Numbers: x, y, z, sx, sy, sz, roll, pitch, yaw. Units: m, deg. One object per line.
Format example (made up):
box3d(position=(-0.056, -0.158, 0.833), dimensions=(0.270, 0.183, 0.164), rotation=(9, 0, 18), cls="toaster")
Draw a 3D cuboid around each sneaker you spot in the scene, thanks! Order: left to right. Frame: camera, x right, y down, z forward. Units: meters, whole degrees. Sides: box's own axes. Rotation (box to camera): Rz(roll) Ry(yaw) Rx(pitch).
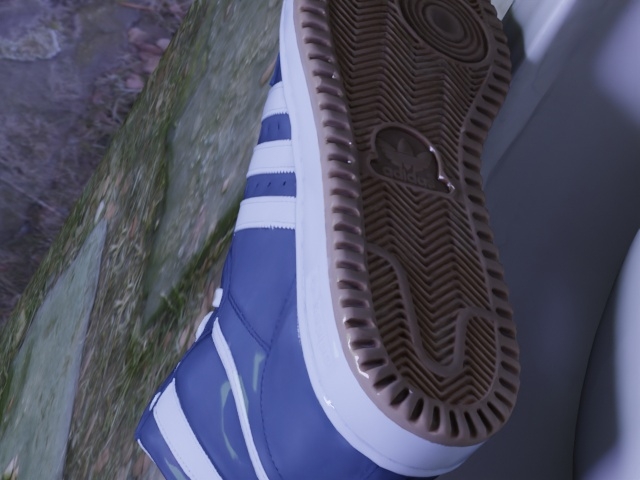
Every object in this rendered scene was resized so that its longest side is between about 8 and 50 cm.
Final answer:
box3d(position=(0.000, 0.000, 0.788), dimensions=(0.153, 0.099, 0.282), rotation=(-51, 27, 40), cls="sneaker")

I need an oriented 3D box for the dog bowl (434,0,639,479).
box3d(position=(0.156, 0.037, 0.691), dimensions=(0.408, 0.150, 0.408), rotation=(-57, 21, 35), cls="dog bowl")
